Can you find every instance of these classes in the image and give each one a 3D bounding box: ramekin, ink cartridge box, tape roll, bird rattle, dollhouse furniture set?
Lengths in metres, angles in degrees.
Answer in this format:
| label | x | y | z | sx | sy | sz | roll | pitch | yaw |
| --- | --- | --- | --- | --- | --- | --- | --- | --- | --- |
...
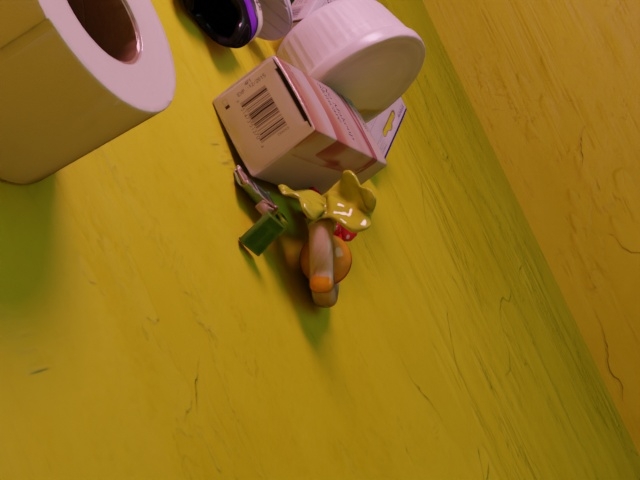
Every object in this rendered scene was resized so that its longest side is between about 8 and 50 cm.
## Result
| label | x | y | z | sx | sy | sz | roll | pitch | yaw |
| --- | --- | --- | --- | --- | --- | --- | --- | --- | --- |
| ramekin | 0.039 | -0.309 | 2.001 | 0.127 | 0.273 | 0.273 | 57 | 16 | 20 |
| ink cartridge box | 0.055 | -0.338 | 2.228 | 0.371 | 0.069 | 0.175 | 57 | 43 | -35 |
| tape roll | -0.287 | -0.201 | 1.159 | 0.246 | 0.169 | 0.246 | 50 | 24 | -33 |
| bird rattle | 0.000 | 0.000 | 1.736 | 0.253 | 0.143 | 0.206 | 108 | -15 | -77 |
| dollhouse furniture set | -0.098 | -0.039 | 1.653 | 0.076 | 0.058 | 0.151 | 41 | 10 | -33 |

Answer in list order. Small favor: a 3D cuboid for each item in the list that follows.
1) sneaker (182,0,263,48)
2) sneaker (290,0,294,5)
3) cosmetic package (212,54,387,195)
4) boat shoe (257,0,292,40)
| label | x | y | z | sx | sy | sz | roll | pitch | yaw |
| --- | --- | --- | --- | --- | --- | --- | --- | --- | --- |
| sneaker | -0.190 | -0.434 | 1.796 | 0.293 | 0.102 | 0.146 | 58 | 21 | -15 |
| sneaker | -0.012 | -0.453 | 2.260 | 0.295 | 0.109 | 0.123 | 30 | 34 | -58 |
| cosmetic package | -0.026 | -0.170 | 1.821 | 0.153 | 0.129 | 0.296 | 61 | 17 | 17 |
| boat shoe | -0.150 | -0.475 | 1.947 | 0.302 | 0.109 | 0.094 | 48 | 21 | -31 |
